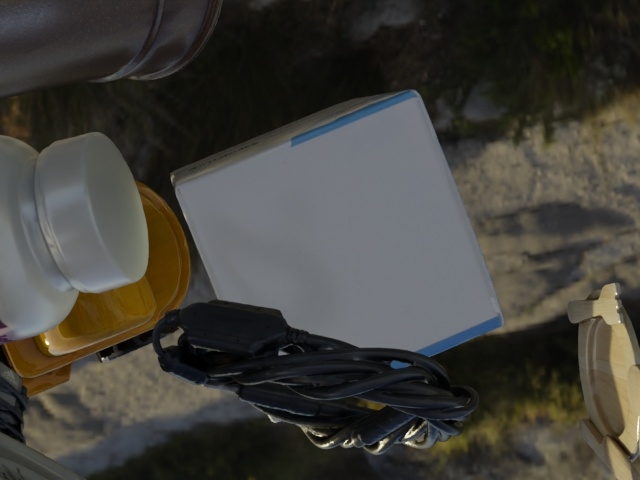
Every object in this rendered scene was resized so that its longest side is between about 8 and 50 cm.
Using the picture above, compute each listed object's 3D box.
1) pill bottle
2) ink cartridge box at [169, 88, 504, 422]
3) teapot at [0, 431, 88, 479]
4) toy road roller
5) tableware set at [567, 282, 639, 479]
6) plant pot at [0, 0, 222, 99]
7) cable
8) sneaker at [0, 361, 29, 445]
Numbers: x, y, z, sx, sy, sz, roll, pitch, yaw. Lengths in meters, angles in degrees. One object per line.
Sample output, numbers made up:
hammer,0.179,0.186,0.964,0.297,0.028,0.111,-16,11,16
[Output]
pill bottle,-0.301,0.011,1.049,0.301,0.169,0.169,-14,141,11
ink cartridge box,0.000,0.000,1.082,0.198,0.270,0.197,-22,98,-5
teapot,-0.209,0.213,0.717,0.252,0.187,0.256,29,176,14
toy road roller,-0.291,0.049,1.284,0.329,0.202,0.240,-22,-179,-17
tableware set,0.109,0.100,0.439,0.020,0.141,0.168,-5,100,-7
plant pot,-0.166,-0.146,0.690,0.165,0.167,0.167,-30,166,-45
cable,0.003,0.087,0.718,0.184,0.047,0.150,6,153,30
sneaker,-0.283,0.157,1.045,0.300,0.121,0.111,23,165,45
